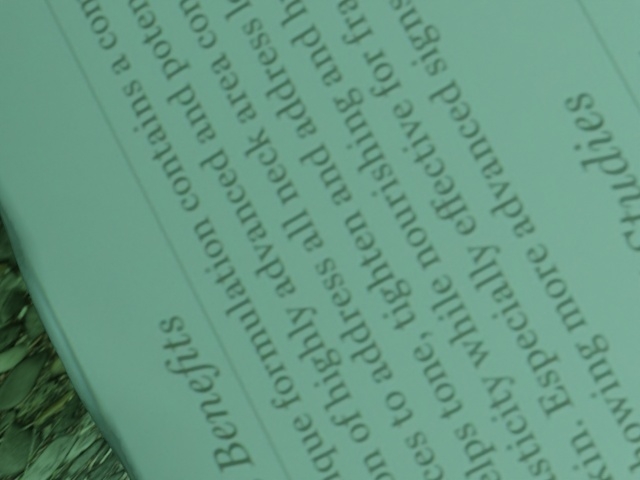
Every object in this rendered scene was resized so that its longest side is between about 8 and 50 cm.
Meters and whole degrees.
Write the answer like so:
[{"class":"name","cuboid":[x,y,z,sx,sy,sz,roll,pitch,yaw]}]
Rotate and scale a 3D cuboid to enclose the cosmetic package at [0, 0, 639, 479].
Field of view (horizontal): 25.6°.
[{"class":"cosmetic package","cuboid":[0.110,-0.056,0.603,0.394,0.329,0.327,-29,173,14]}]
